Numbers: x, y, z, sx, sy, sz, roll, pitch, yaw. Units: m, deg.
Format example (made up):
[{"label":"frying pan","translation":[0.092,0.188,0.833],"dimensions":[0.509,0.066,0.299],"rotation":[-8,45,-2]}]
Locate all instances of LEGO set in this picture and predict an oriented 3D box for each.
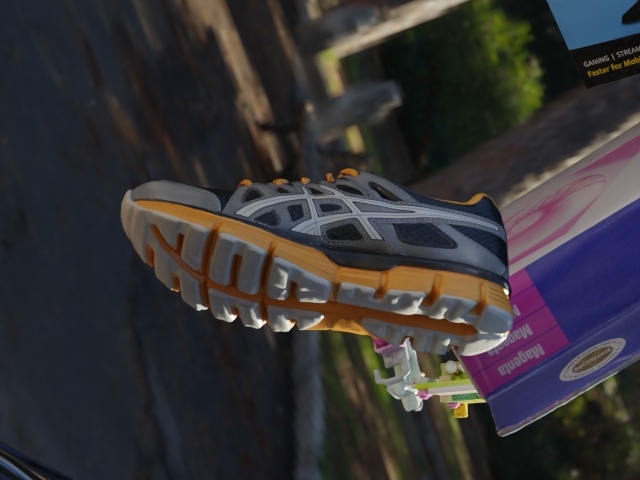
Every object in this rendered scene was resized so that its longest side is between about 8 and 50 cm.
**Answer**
[{"label":"LEGO set","translation":[0.167,0.070,1.357],"dimensions":[0.107,0.287,0.132],"rotation":[17,46,-59]}]

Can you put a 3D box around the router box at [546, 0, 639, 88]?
[{"label":"router box","translation":[0.232,-0.186,1.051],"dimensions":[0.133,0.178,0.046],"rotation":[61,32,-21]}]

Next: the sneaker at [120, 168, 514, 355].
[{"label":"sneaker","translation":[0.000,0.000,0.869],"dimensions":[0.084,0.214,0.083],"rotation":[107,-5,-60]}]

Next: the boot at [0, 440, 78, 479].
[{"label":"boot","translation":[-0.185,0.134,0.831],"dimensions":[0.445,0.146,0.367],"rotation":[37,-22,-4]}]

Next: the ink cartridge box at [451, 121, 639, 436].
[{"label":"ink cartridge box","translation":[0.221,-0.023,1.048],"dimensions":[0.071,0.324,0.330],"rotation":[58,5,-6]}]
